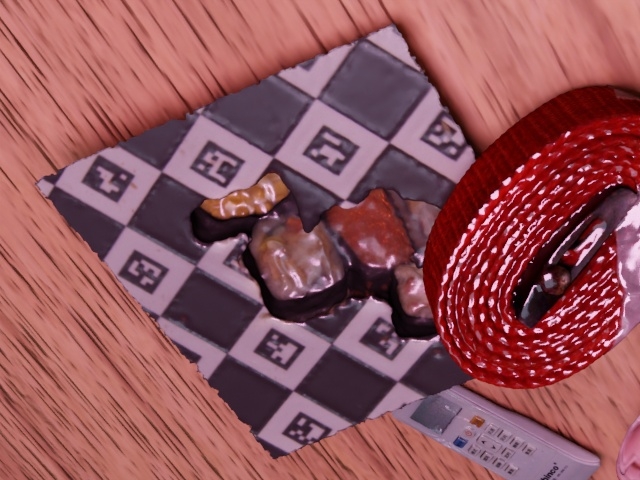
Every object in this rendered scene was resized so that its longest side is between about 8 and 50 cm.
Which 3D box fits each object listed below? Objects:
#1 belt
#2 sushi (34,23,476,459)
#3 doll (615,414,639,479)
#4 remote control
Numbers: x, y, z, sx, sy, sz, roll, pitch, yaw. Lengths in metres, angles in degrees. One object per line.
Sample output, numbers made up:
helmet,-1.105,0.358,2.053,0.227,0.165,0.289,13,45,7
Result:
belt,0.151,-0.007,1.032,0.128,0.124,0.201,41,100,-11
sushi,0.000,0.000,1.163,0.292,0.059,0.294,-23,118,24
doll,0.380,0.216,1.183,0.268,0.216,0.284,22,121,-34
remote control,0.140,0.155,1.291,0.162,0.029,0.061,29,133,-3
